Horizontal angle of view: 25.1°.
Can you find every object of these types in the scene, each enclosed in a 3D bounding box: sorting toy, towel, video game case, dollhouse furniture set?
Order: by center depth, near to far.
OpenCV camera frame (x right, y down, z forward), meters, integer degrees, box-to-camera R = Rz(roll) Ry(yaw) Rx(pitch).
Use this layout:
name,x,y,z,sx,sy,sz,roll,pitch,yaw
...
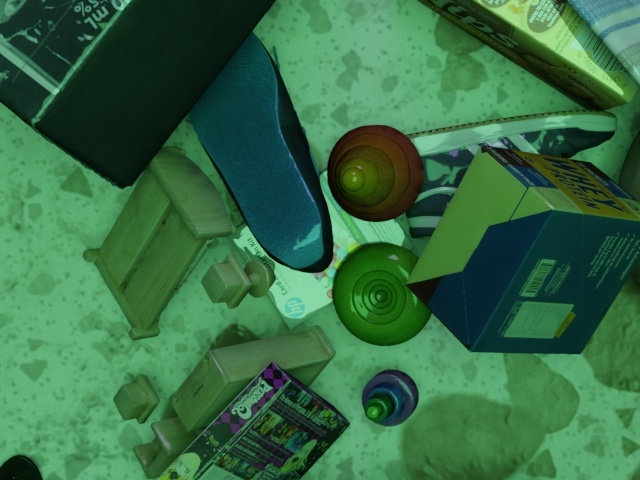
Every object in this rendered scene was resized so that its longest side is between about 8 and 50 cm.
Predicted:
name,x,y,z,sx,sy,sz,roll,pitch,yaw
towel,0.383,-0.269,1.646,0.209,0.034,0.285,-25,71,-36
sorting toy,0.060,0.047,1.700,0.127,0.126,0.365,-3,95,16
video game case,-0.080,0.256,1.704,0.210,0.232,0.042,-46,63,0
dollhouse furniture set,-0.163,0.056,1.765,0.355,0.174,0.303,57,131,25

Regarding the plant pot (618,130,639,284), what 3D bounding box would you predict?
name,x,y,z,sx,sy,sz,roll,pitch,yaw
plant pot,0.549,-0.042,1.664,0.323,0.280,0.323,1,88,-14

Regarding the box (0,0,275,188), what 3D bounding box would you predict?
name,x,y,z,sx,sy,sz,roll,pitch,yaw
box,-0.280,-0.400,1.585,0.472,0.297,0.480,37,89,15

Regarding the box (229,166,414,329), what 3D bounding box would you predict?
name,x,y,z,sx,sy,sz,roll,pitch,yaw
box,0.000,0.000,1.793,0.186,0.038,0.145,-33,92,0

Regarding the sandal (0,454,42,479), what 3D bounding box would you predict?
name,x,y,z,sx,sy,sz,roll,pitch,yaw
sandal,-0.399,0.352,1.780,0.067,0.040,0.179,28,90,-2

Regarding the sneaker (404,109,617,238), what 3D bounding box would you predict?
name,x,y,z,sx,sy,sz,roll,pitch,yaw
sneaker,0.231,-0.073,1.770,0.282,0.099,0.153,-8,89,2

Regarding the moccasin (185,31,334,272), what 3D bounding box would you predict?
name,x,y,z,sx,sy,sz,roll,pitch,yaw
moccasin,-0.078,-0.105,1.741,0.138,0.117,0.342,-21,68,10

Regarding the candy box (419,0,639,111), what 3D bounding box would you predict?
name,x,y,z,sx,sy,sz,roll,pitch,yaw
candy box,0.240,-0.275,1.725,0.316,0.183,0.087,33,89,-3

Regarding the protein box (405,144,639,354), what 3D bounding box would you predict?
name,x,y,z,sx,sy,sz,roll,pitch,yaw
protein box,0.248,0.015,1.677,0.201,0.136,0.200,5,121,-42
